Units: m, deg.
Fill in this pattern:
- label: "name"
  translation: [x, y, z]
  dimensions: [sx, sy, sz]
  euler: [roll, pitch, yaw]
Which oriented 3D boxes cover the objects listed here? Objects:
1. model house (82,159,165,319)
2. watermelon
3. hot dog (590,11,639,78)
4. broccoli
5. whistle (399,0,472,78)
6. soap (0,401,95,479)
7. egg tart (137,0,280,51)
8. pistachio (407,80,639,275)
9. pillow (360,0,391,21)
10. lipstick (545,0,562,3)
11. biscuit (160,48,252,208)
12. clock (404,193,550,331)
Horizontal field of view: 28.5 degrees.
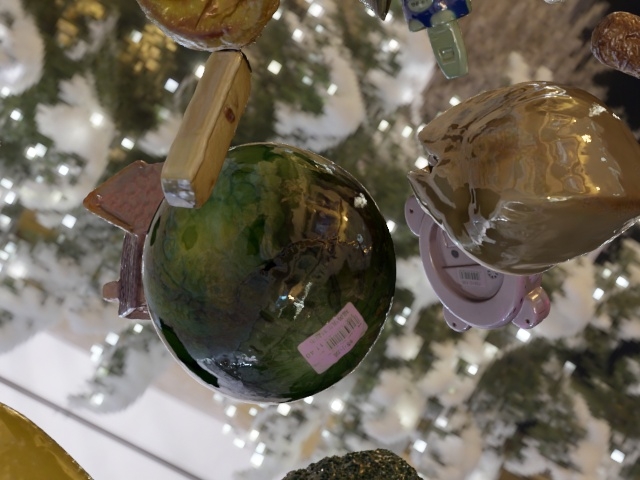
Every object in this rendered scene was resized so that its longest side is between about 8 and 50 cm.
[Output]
- label: "model house"
  translation: [-0.219, 0.006, 1.955]
  dimensions: [0.237, 0.202, 0.237]
  euler: [-5, -101, 27]
- label: "watermelon"
  translation: [-0.071, 0.041, 1.660]
  dimensions: [0.363, 0.363, 0.363]
  euler: [-53, -163, 23]
- label: "hot dog"
  translation: [0.533, -0.330, 2.152]
  dimensions: [0.065, 0.147, 0.099]
  euler: [-60, 171, -65]
- label: "broccoli"
  translation: [0.052, 0.470, 2.000]
  dimensions: [0.297, 0.297, 0.297]
  euler: [-66, -164, -6]
- label: "whistle"
  translation: [0.158, -0.347, 1.796]
  dimensions: [0.110, 0.244, 0.092]
  euler: [-9, -163, 33]
- label: "soap"
  translation: [-0.499, 0.427, 1.923]
  dimensions: [0.306, 0.427, 0.115]
  euler: [-50, -176, -25]
- label: "egg tart"
  translation: [-0.181, -0.453, 2.050]
  dimensions: [0.295, 0.295, 0.116]
  euler: [-50, 180, 30]
- label: "pistachio"
  translation: [0.316, -0.098, 1.883]
  dimensions: [0.445, 0.365, 0.281]
  euler: [-28, 129, -73]
- label: "pillow"
  translation: [0.077, -0.437, 2.049]
  dimensions: [0.203, 0.038, 0.113]
  euler: [-123, -145, -57]
- label: "lipstick"
  translation: [0.340, -0.353, 1.753]
  dimensions: [0.038, 0.038, 0.131]
  euler: [-59, -173, 2]
- label: "biscuit"
  translation: [-0.122, -0.124, 1.360]
  dimensions: [0.056, 0.052, 0.188]
  euler: [76, 26, -57]
- label: "clock"
  translation: [0.333, 0.028, 2.614]
  dimensions: [0.295, 0.322, 0.113]
  euler: [-7, -166, 44]
